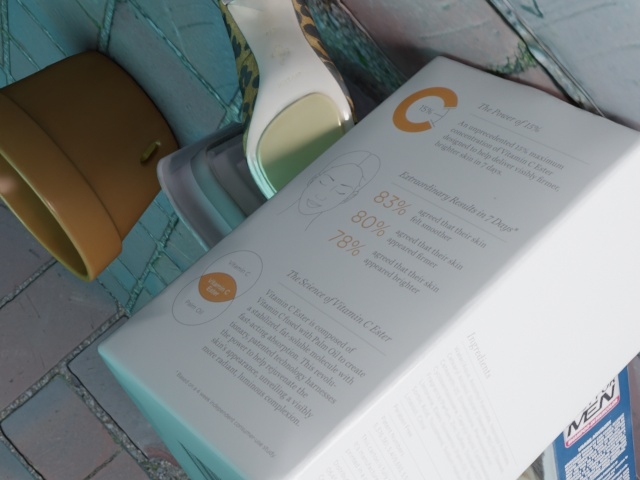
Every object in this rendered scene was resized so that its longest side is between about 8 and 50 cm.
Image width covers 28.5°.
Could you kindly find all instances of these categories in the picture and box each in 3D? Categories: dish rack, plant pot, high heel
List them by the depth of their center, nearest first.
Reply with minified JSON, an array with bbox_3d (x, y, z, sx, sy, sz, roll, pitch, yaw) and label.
[{"bbox_3d":[-0.020,-0.119,1.036,0.186,0.093,0.261,-73,-36,-78],"label":"high heel"},{"bbox_3d":[0.000,0.000,1.158,0.286,0.072,0.333,52,-163,-3],"label":"dish rack"},{"bbox_3d":[-0.328,-0.118,1.694,0.291,0.203,0.291,42,161,18],"label":"plant pot"}]

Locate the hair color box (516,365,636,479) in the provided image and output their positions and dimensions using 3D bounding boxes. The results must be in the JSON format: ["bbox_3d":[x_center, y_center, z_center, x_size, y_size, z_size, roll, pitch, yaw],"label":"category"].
[{"bbox_3d":[0.204,0.213,1.200,0.174,0.105,0.347,31,147,43],"label":"hair color box"}]

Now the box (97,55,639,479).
[{"bbox_3d":[0.058,0.057,0.888,0.215,0.345,0.168,31,157,46],"label":"box"}]
